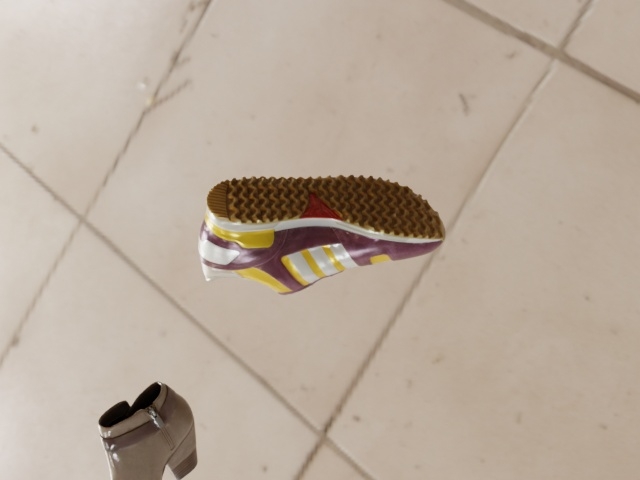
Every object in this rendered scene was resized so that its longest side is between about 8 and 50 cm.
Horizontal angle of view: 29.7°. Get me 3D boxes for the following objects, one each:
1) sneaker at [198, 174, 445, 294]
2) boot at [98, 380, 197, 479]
[{"bbox_3d":[0.000,0.000,0.916,0.069,0.186,0.084,-97,16,-47],"label":"sneaker"},{"bbox_3d":[-0.138,0.159,0.866,0.042,0.087,0.118,21,54,41],"label":"boot"}]
